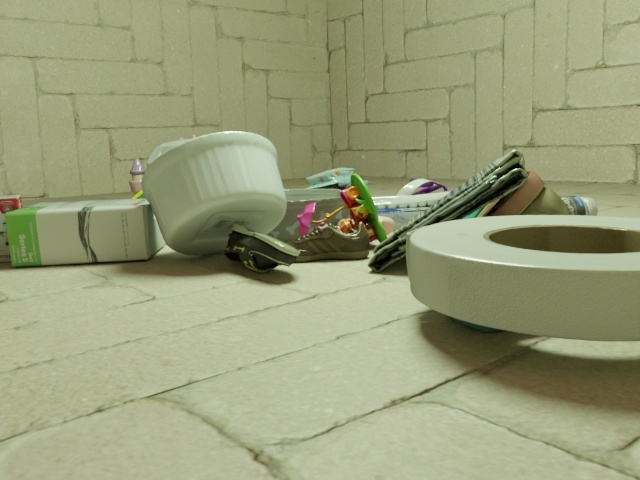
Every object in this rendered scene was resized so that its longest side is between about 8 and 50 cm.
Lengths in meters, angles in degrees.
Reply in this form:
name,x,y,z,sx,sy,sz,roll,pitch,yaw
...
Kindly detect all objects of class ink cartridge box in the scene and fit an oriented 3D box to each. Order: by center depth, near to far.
name,x,y,z,sx,sy,sz,roll,pitch,yaw
ink cartridge box,-0.671,-0.022,1.288,0.099,0.135,0.056,-6,13,-20
ink cartridge box,-0.481,-0.023,1.308,0.273,0.115,0.198,-3,9,-3
ink cartridge box,0.219,-0.057,1.588,0.207,0.046,0.097,-5,8,-14

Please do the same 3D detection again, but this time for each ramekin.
name,x,y,z,sx,sy,sz,roll,pitch,yaw
ramekin,-0.200,-0.081,1.223,0.277,0.135,0.277,-18,-20,-7

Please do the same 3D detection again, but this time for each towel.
name,x,y,z,sx,sy,sz,roll,pitch,yaw
towel,0.239,-0.067,1.151,0.312,0.056,0.324,-33,1,18

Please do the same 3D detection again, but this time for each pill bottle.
name,x,y,z,sx,sy,sz,roll,pitch,yaw
pill bottle,0.579,-0.066,1.467,0.137,0.078,0.078,-6,10,-19

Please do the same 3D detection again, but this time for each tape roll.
name,x,y,z,sx,sy,sz,roll,pitch,yaw
tape roll,0.297,0.027,0.735,0.392,0.072,0.392,-2,10,0

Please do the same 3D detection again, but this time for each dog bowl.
name,x,y,z,sx,sy,sz,roll,pitch,yaw
dog bowl,-0.080,-0.066,1.538,0.348,0.102,0.349,-3,9,0

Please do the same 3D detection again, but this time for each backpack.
name,x,y,z,sx,sy,sz,roll,pitch,yaw
backpack,0.053,-0.139,1.836,0.188,0.144,0.166,2,-10,-43

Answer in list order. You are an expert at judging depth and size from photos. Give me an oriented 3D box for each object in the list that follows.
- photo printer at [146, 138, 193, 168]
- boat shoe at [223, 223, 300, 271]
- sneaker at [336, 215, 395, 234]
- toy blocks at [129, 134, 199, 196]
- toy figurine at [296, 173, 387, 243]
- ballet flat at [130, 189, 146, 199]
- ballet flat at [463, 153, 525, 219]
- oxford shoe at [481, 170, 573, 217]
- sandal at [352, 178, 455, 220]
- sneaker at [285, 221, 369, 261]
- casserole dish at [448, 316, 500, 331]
name,x,y,z,sx,sy,sz,roll,pitch,yaw
photo printer,-0.311,-0.159,1.764,0.307,0.107,0.256,38,-21,-35
boat shoe,-0.108,0.023,1.105,0.081,0.069,0.228,26,-4,-28
sneaker,0.105,-0.024,1.404,0.134,0.051,0.070,-1,15,0
toy blocks,-0.460,-0.222,2.103,0.309,0.260,0.288,-10,11,-40
toy figurine,0.034,-0.034,1.308,0.159,0.173,0.130,-23,-15,-8
ballet flat,-0.452,-0.057,1.469,0.231,0.077,0.077,-37,8,-12
ballet flat,0.430,-0.111,1.464,0.086,0.086,0.248,-7,-30,-27
oxford shoe,0.412,-0.032,1.254,0.146,0.140,0.397,41,8,8
sandal,0.257,-0.127,1.717,0.416,0.102,0.169,-5,-10,-14
sneaker,0.000,0.000,1.197,0.188,0.071,0.066,-2,9,-4
casserole dish,0.234,0.078,0.767,0.188,0.037,0.114,-7,11,-23
